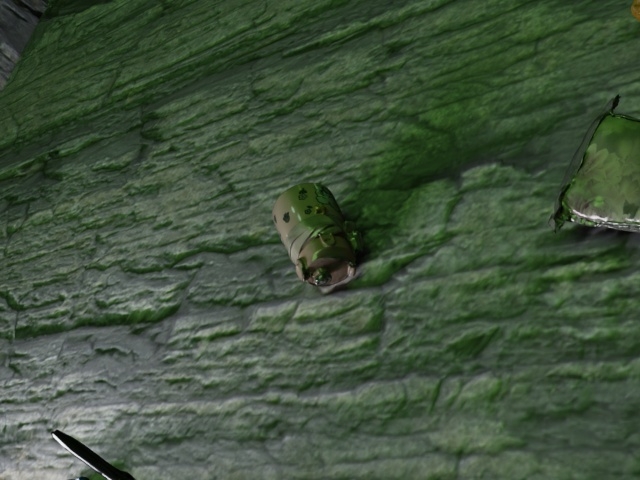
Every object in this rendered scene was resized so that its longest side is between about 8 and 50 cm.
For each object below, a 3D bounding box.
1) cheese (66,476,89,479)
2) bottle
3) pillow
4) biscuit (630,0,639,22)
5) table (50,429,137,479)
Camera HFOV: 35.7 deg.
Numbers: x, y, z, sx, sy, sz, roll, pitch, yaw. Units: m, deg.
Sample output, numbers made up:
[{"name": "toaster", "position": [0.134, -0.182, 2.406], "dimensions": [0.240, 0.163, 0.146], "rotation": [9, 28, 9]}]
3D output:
[{"name": "cheese", "position": [-0.393, 0.455, 1.298], "dimensions": [0.217, 0.129, 0.329], "rotation": [-27, 29, 35]}, {"name": "bottle", "position": [0.000, 0.001, 1.309], "dimensions": [0.099, 0.099, 0.152], "rotation": [-41, 43, 14]}, {"name": "pillow", "position": [0.355, -0.059, 0.990], "dimensions": [0.255, 0.059, 0.169], "rotation": [14, 69, 51]}, {"name": "biscuit", "position": [0.479, -0.237, 1.016], "dimensions": [0.094, 0.054, 0.379], "rotation": [-52, 35, -2]}, {"name": "table", "position": [-0.195, 0.373, 1.038], "dimensions": [0.317, 0.249, 0.317], "rotation": [-29, 40, 28]}]
